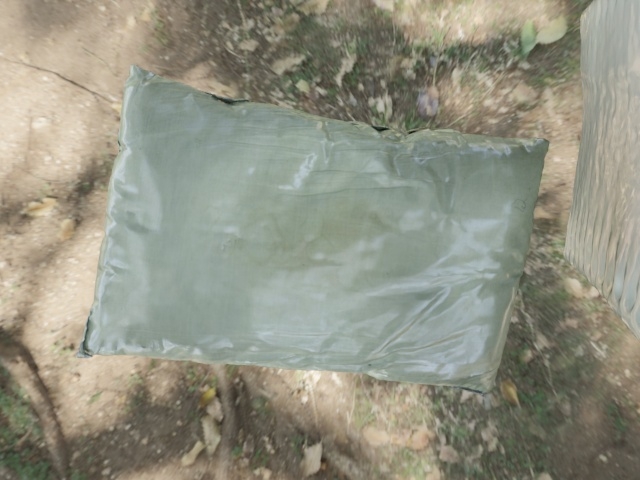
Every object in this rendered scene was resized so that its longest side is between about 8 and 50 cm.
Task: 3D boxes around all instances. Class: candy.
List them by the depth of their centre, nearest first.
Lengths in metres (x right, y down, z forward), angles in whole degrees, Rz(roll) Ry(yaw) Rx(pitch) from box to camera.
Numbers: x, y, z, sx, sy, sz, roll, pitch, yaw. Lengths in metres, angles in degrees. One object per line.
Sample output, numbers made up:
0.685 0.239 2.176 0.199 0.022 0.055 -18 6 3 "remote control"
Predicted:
0.242 -0.061 0.533 0.145 0.358 0.208 3 96 9 "candy"

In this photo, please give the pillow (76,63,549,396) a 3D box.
0.000 0.000 0.455 0.229 0.050 0.148 7 89 -11 "pillow"
